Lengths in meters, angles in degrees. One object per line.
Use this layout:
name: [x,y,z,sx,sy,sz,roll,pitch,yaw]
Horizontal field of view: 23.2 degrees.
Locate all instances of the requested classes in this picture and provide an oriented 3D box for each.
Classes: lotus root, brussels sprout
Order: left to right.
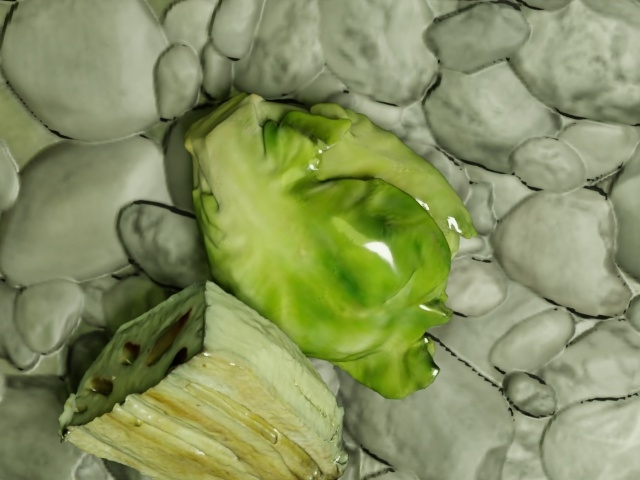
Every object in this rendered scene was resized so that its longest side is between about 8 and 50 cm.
lotus root: [-0.053,0.087,0.860,0.143,0.070,0.144,-25,132,36]
brussels sprout: [-0.001,0.000,0.858,0.181,0.100,0.139,40,113,-13]
